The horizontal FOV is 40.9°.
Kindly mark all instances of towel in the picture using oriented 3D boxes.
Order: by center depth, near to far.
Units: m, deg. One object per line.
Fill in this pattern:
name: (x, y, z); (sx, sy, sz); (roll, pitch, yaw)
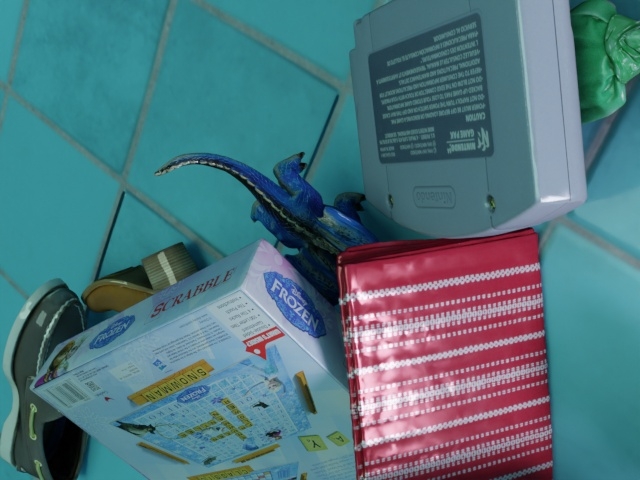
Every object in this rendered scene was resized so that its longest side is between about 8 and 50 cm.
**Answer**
towel: (0.110, 0.131, 0.727); (0.031, 0.198, 0.275); (-170, 74, -65)

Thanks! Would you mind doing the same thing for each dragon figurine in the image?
dragon figurine: (0.000, 0.000, 0.768); (0.085, 0.289, 0.144); (-48, 38, 15)

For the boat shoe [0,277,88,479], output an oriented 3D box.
boat shoe: (-0.339, 0.193, 1.102); (0.096, 0.116, 0.325); (30, 124, 17)

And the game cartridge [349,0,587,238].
game cartridge: (0.103, -0.102, 0.678); (0.297, 0.062, 0.198); (-169, 67, -71)

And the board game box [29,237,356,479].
board game box: (-0.065, 0.175, 0.828); (0.318, 0.066, 0.318); (-25, 119, 37)

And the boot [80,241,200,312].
boot: (-0.200, 0.101, 1.017); (0.197, 0.073, 0.153); (-22, 91, 42)

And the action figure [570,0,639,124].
action figure: (0.172, -0.126, 0.636); (0.232, 0.063, 0.137); (-173, 72, -72)
